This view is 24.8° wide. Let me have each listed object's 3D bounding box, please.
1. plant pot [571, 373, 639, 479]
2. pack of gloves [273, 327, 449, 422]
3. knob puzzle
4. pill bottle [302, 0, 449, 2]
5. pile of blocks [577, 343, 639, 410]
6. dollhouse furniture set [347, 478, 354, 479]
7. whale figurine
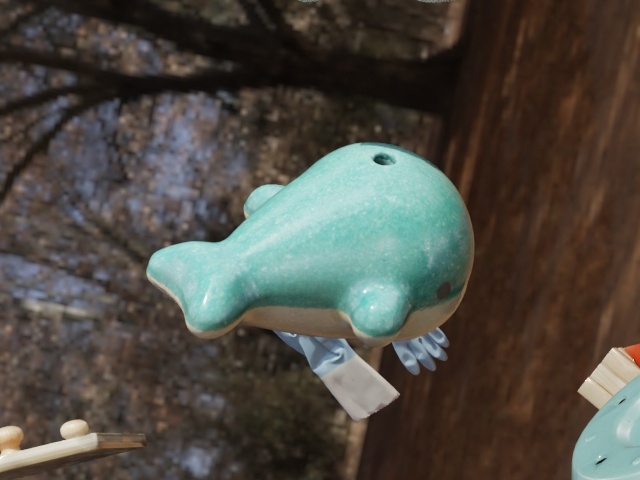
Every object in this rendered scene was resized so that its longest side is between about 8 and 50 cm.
[{"bbox_3d":[0.315,0.198,1.017,0.293,0.235,0.293,-36,7,5],"label":"plant pot"},{"bbox_3d":[0.056,0.124,2.063,0.195,0.232,0.046,-34,19,23],"label":"pack of gloves"},{"bbox_3d":[-0.221,0.142,0.936,0.213,0.213,0.030,54,-158,-82],"label":"knob puzzle"},{"bbox_3d":[0.149,-0.308,1.084,0.229,0.408,0.229,33,-128,-56],"label":"pill bottle"},{"bbox_3d":[0.425,0.217,1.514,0.149,0.362,0.112,23,-71,-43],"label":"pile of blocks"},{"bbox_3d":[0.062,0.339,1.287,0.242,0.161,0.212,-2,-68,-71],"label":"dollhouse furniture set"},{"bbox_3d":[0.000,0.000,1.184,0.216,0.272,0.141,47,137,44],"label":"whale figurine"}]
